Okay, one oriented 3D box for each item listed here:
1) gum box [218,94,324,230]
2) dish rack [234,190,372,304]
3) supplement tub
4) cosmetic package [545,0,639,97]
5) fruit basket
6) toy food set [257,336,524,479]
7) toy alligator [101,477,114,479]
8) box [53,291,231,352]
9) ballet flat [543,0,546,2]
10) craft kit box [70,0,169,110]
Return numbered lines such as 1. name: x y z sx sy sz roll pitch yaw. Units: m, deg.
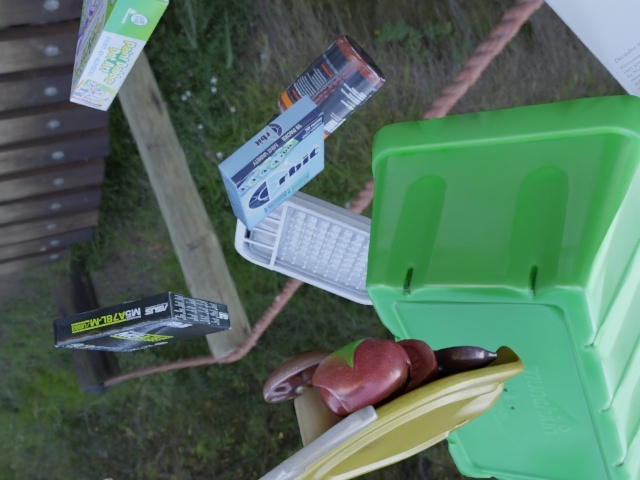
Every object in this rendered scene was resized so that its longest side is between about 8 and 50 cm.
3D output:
1. gum box: -0.064 -0.105 1.007 0.157 0.041 0.184 -41 167 -11
2. dish rack: 0.000 0.000 1.398 0.333 0.072 0.285 22 150 1
3. supplement tub: 0.002 -0.233 1.148 0.198 0.106 0.106 -40 162 18
4. cosmetic package: 0.366 -0.315 0.844 0.155 0.365 0.197 -41 -158 30
5. fruit basket: 0.204 0.009 0.695 0.283 0.392 0.392 -2 180 32
6. toy food set: 0.031 0.088 0.416 0.218 0.071 0.128 4 139 -50
7. toy alligator: -0.275 0.428 1.175 0.056 0.190 0.051 -63 -173 11
8. box: -0.251 0.122 1.016 0.184 0.045 0.191 -12 166 14
9. ballet flat: 0.473 -0.411 1.290 0.049 0.173 0.057 -56 -164 -4
10. craft kit box: -0.245 -0.328 0.873 0.061 0.246 0.250 9 156 -30
